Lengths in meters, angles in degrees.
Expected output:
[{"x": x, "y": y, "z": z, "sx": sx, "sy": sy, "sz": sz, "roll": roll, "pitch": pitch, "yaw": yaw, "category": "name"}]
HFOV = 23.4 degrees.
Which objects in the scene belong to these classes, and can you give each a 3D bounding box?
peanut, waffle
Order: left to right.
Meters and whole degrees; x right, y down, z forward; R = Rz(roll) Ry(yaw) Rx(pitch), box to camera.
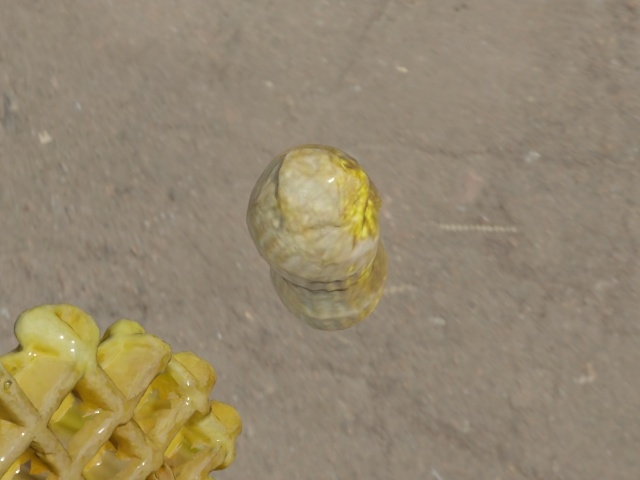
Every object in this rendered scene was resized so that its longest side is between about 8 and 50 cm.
[{"x": -0.132, "y": 0.153, "z": 0.709, "sx": 0.253, "sy": 0.056, "sz": 0.249, "roll": 19, "pitch": 90, "yaw": -54, "category": "waffle"}, {"x": 0.000, "y": 0.000, "z": 1.010, "sx": 0.087, "sy": 0.207, "sz": 0.087, "roll": -2, "pitch": 68, "yaw": 4, "category": "peanut"}]
